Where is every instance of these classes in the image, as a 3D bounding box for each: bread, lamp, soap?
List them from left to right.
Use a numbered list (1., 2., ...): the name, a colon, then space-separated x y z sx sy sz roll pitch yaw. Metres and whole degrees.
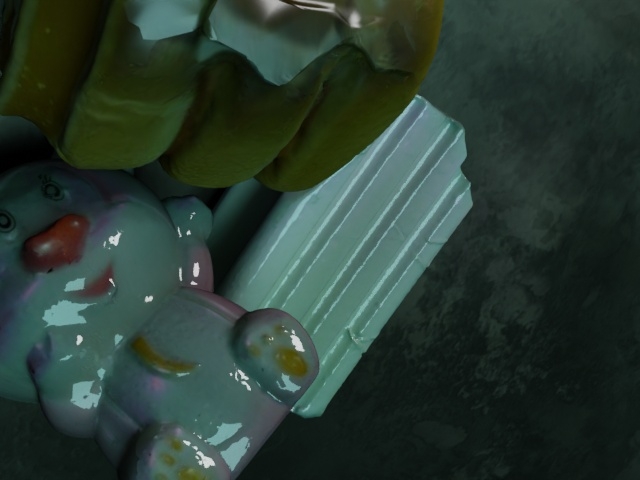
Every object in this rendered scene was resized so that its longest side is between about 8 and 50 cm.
1. lamp: -0.167 0.072 0.761 0.247 0.301 0.247 -50 177 -17
2. bread: -0.049 -0.168 0.691 0.341 0.210 0.301 12 118 -36
3. soap: 0.000 0.000 0.918 0.208 0.115 0.347 23 107 -43
